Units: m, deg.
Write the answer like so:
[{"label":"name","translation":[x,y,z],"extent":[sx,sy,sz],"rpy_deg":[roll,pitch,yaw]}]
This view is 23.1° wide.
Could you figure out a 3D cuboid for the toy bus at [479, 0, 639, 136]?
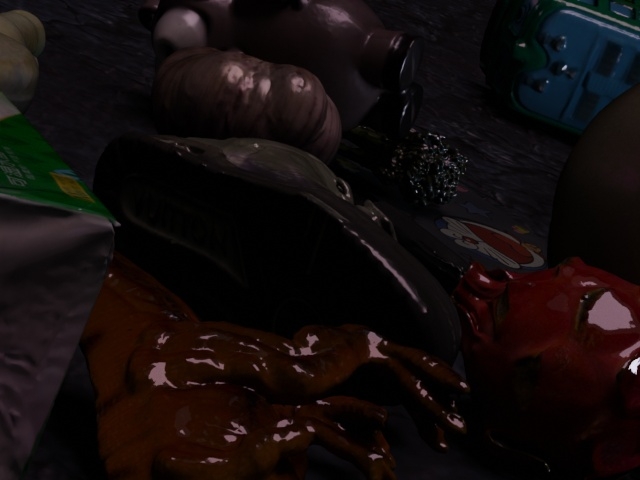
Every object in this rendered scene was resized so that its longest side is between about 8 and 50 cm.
[{"label":"toy bus","translation":[0.372,-0.201,1.907],"extent":[0.343,0.184,0.199],"rpy_deg":[19,23,-2]}]

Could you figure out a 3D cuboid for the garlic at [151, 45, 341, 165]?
[{"label":"garlic","translation":[-0.060,-0.090,1.203],"extent":[0.159,0.102,0.147],"rpy_deg":[18,-1,30]}]

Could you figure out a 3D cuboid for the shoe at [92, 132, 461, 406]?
[{"label":"shoe","translation":[0.000,0.002,0.969],"extent":[0.293,0.109,0.149],"rpy_deg":[28,24,37]}]

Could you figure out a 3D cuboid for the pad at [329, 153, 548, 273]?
[{"label":"pad","translation":[0.119,-0.020,1.359],"extent":[0.170,0.006,0.245],"rpy_deg":[5,23,-39]}]

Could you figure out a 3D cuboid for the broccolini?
[{"label":"broccolini","translation":[0.045,-0.093,1.375],"extent":[0.091,0.068,0.202],"rpy_deg":[-20,40,-35]}]

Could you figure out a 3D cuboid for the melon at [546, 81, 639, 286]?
[{"label":"melon","translation":[0.293,0.002,1.042],"extent":[0.268,0.268,0.330],"rpy_deg":[14,6,-22]}]

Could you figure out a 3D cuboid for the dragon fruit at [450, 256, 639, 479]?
[{"label":"dragon fruit","translation":[0.142,0.076,0.909],"extent":[0.166,0.133,0.136],"rpy_deg":[32,-10,17]}]

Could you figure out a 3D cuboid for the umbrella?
[{"label":"umbrella","translation":[0.080,0.009,1.181],"extent":[0.036,0.031,0.133],"rpy_deg":[4,25,-39]}]

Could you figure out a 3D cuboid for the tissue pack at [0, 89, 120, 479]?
[{"label":"tissue pack","translation":[-0.210,0.001,0.674],"extent":[0.156,0.148,0.209],"rpy_deg":[10,20,-35]}]

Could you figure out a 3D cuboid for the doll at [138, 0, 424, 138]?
[{"label":"doll","translation":[-0.040,-0.157,1.319],"extent":[0.257,0.182,0.117],"rpy_deg":[14,50,13]}]

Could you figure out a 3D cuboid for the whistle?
[{"label":"whistle","translation":[-0.263,-0.144,1.194],"extent":[0.126,0.067,0.258],"rpy_deg":[22,15,1]}]

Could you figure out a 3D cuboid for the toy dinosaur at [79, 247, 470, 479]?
[{"label":"toy dinosaur","translation":[-0.049,0.073,0.743],"extent":[0.208,0.097,0.432],"rpy_deg":[2,24,-31]}]
